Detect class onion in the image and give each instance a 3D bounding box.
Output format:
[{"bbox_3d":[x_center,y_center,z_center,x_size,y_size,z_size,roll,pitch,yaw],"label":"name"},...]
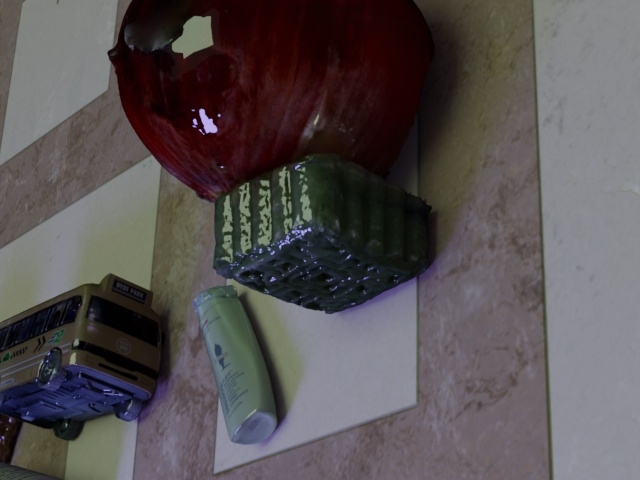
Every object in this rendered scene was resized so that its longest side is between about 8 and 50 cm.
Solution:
[{"bbox_3d":[-0.066,-0.182,1.565,0.341,0.341,0.341,-29,50,42],"label":"onion"}]

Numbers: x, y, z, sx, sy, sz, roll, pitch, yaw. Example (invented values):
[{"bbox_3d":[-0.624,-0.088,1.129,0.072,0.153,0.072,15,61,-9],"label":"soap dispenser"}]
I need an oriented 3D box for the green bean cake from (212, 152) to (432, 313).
[{"bbox_3d":[0.000,0.000,1.475,0.173,0.181,0.094,-23,56,42],"label":"green bean cake"}]

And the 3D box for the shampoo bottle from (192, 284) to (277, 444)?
[{"bbox_3d":[-0.098,0.138,1.641,0.072,0.049,0.212,-54,37,25],"label":"shampoo bottle"}]

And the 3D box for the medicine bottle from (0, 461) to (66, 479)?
[{"bbox_3d":[-0.395,0.354,1.846,0.249,0.133,0.133,-2,70,52],"label":"medicine bottle"}]

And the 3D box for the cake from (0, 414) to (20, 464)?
[{"bbox_3d":[-0.516,0.251,2.048,0.134,0.147,0.135,2,72,52],"label":"cake"}]

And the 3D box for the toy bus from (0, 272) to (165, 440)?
[{"bbox_3d":[-0.322,0.152,1.859,0.289,0.139,0.157,-23,49,49],"label":"toy bus"}]
